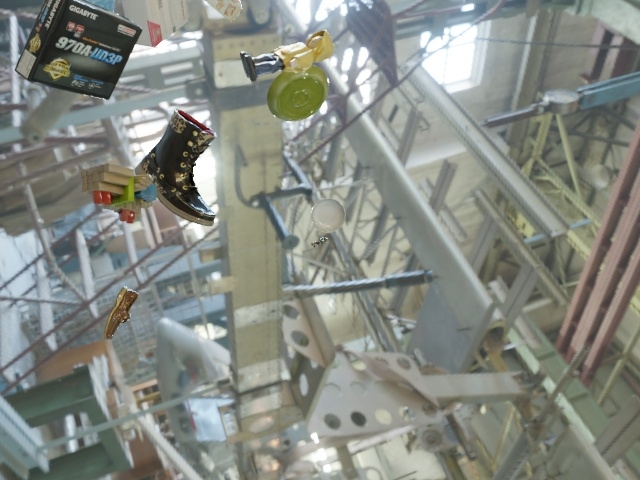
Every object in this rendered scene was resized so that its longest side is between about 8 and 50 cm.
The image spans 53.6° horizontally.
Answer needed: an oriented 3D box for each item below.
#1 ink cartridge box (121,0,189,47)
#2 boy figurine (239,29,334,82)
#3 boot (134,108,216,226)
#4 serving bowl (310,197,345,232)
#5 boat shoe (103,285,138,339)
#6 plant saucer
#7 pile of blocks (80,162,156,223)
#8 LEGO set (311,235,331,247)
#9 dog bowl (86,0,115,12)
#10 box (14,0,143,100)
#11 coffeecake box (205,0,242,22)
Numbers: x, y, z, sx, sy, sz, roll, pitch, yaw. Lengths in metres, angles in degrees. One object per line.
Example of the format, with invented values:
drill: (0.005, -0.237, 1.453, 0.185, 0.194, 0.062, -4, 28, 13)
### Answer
ink cartridge box: (-0.488, -0.696, 1.888, 0.218, 0.092, 0.159, -60, 157, -46)
boy figurine: (-0.089, -0.551, 1.894, 0.177, 0.285, 0.092, -123, -164, -56)
boot: (-0.451, -0.251, 2.174, 0.377, 0.284, 0.138, 40, 15, 26)
serving bowl: (0.016, -0.061, 1.496, 0.027, 0.083, 0.083, -132, -152, -72)
boat shoe: (-0.643, 0.238, 2.040, 0.064, 0.060, 0.178, 124, -14, -71)
plant saucer: (-0.074, -0.518, 2.273, 0.241, 0.240, 0.037, 90, -23, -50)
pile of blocks: (-0.531, -0.113, 1.762, 0.362, 0.148, 0.113, 55, 31, -80)
LEGO set: (-0.003, 0.001, 1.740, 0.083, 0.054, 0.024, -6, -75, 52)
dog bowl: (-0.593, -0.650, 1.486, 0.297, 0.166, 0.074, 53, -48, 7)
box: (-0.473, -0.381, 1.256, 0.051, 0.175, 0.220, 35, 14, 17)
coffeecake box: (-0.381, -0.895, 2.297, 0.185, 0.068, 0.142, 33, 23, -30)
